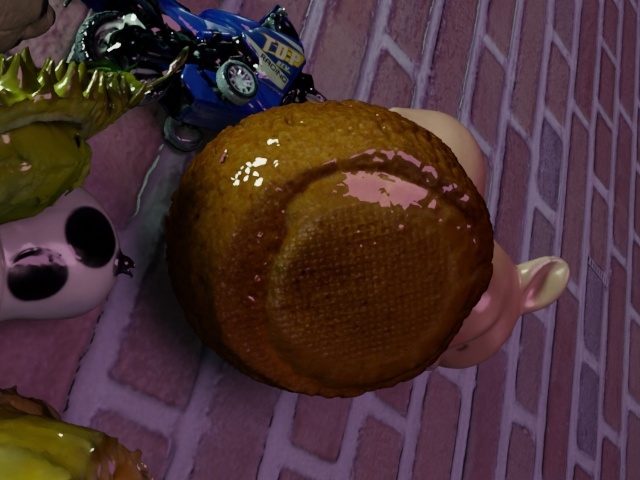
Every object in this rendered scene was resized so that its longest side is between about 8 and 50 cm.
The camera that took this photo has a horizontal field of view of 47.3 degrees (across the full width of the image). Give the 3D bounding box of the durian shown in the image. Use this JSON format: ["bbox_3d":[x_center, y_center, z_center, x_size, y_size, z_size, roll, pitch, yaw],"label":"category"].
[{"bbox_3d":[-0.210,-0.068,0.457,0.375,0.106,0.132,-24,142,-49],"label":"durian"}]

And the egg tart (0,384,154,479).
[{"bbox_3d":[-0.163,0.221,0.467,0.315,0.120,0.315,-21,90,-90],"label":"egg tart"}]

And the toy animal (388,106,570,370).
[{"bbox_3d":[0.136,0.001,0.912,0.269,0.237,0.327,28,59,-28],"label":"toy animal"}]

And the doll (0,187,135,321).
[{"bbox_3d":[-0.240,0.016,0.541,0.180,0.106,0.111,-8,109,-43],"label":"doll"}]

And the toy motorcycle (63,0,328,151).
[{"bbox_3d":[-0.104,-0.185,0.741,0.315,0.113,0.169,11,63,-39],"label":"toy motorcycle"}]

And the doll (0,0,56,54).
[{"bbox_3d":[-0.284,-0.150,0.494,0.135,0.144,0.234,42,50,19],"label":"doll"}]

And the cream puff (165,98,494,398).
[{"bbox_3d":[0.000,0.000,0.704,0.303,0.303,0.212,49,5,-31],"label":"cream puff"}]
